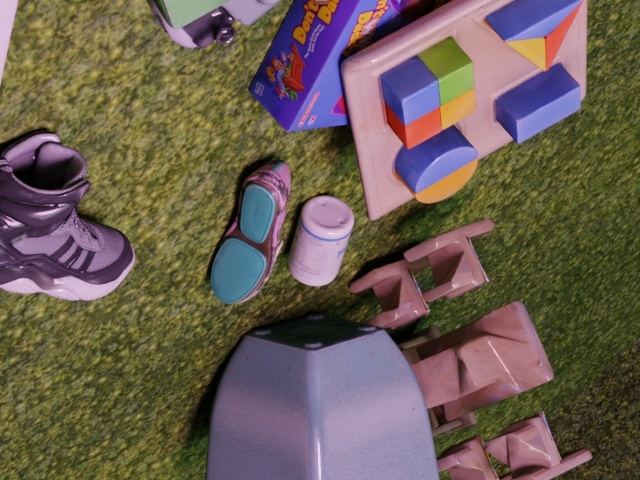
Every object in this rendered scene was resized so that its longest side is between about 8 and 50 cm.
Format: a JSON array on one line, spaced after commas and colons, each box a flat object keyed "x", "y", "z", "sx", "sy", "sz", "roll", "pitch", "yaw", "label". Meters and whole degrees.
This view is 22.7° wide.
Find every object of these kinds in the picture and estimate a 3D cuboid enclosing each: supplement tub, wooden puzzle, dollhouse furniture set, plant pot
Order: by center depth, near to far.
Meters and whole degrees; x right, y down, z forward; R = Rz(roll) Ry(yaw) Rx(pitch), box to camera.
[{"x": 0.188, "y": -0.170, "z": 1.847, "sx": 0.322, "sy": 0.080, "sz": 0.348, "roll": -30, "pitch": 153, "yaw": -11, "label": "wooden puzzle"}, {"x": 0.000, "y": 0.000, "z": 2.068, "sx": 0.071, "sy": 0.071, "sz": 0.107, "roll": -25, "pitch": 149, "yaw": -32, "label": "supplement tub"}, {"x": -0.003, "y": 0.242, "z": 2.215, "sx": 0.248, "sy": 0.247, "sz": 0.252, "roll": -13, "pitch": 105, "yaw": -42, "label": "plant pot"}, {"x": 0.204, "y": 0.194, "z": 2.348, "sx": 0.256, "sy": 0.362, "sz": 0.394, "roll": -17, "pitch": 171, "yaw": -42, "label": "dollhouse furniture set"}]

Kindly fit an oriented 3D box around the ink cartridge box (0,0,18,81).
[{"x": -0.408, "y": -0.200, "z": 1.090, "sx": 0.395, "sy": 0.166, "sz": 0.285, "roll": -20, "pitch": 146, "yaw": -40, "label": "ink cartridge box"}]

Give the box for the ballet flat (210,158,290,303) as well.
[{"x": -0.075, "y": -0.012, "z": 1.957, "sx": 0.079, "sy": 0.077, "sz": 0.221, "roll": -45, "pitch": 162, "yaw": -44, "label": "ballet flat"}]

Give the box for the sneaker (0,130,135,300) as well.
[{"x": -0.263, "y": -0.024, "z": 1.627, "sx": 0.269, "sy": 0.101, "sz": 0.153, "roll": 5, "pitch": 130, "yaw": -53, "label": "sneaker"}]

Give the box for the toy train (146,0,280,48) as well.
[{"x": -0.037, "y": -0.311, "z": 1.377, "sx": 0.334, "sy": 0.190, "sz": 0.142, "roll": -36, "pitch": 155, "yaw": 9, "label": "toy train"}]

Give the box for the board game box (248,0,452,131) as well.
[{"x": 0.092, "y": -0.284, "z": 1.757, "sx": 0.233, "sy": 0.078, "sz": 0.347, "roll": -11, "pitch": 140, "yaw": -47, "label": "board game box"}]

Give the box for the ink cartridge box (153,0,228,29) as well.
[{"x": -0.129, "y": -0.320, "z": 1.176, "sx": 0.122, "sy": 0.211, "sz": 0.289, "roll": -29, "pitch": 164, "yaw": -5, "label": "ink cartridge box"}]
